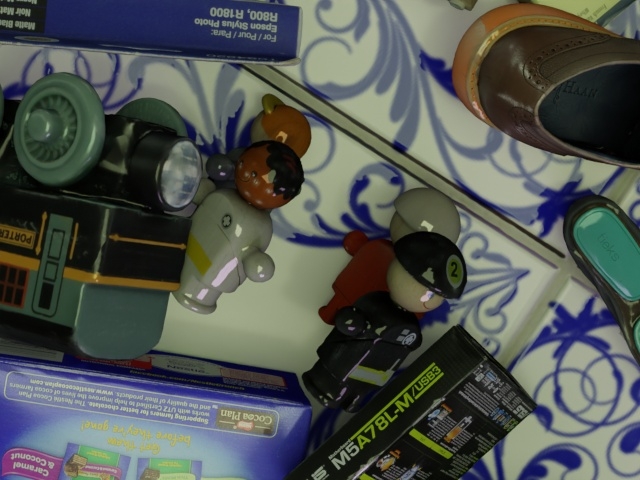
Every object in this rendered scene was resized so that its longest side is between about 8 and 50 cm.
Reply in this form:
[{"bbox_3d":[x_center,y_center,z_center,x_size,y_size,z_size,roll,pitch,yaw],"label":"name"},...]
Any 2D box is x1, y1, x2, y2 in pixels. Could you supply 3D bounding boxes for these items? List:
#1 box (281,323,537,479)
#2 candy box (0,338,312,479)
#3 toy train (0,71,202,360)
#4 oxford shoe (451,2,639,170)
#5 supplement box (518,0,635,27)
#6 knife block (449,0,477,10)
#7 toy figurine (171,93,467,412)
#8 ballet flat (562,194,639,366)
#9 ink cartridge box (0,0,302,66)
[{"bbox_3d":[0.074,0.160,1.173,0.184,0.190,0.045,-41,64,5],"label":"box"},{"bbox_3d":[-0.168,0.249,1.195,0.268,0.122,0.317,10,97,-8],"label":"candy box"},{"bbox_3d":[-0.236,-0.029,1.078,0.334,0.142,0.190,11,90,30],"label":"toy train"},{"bbox_3d":[0.285,-0.091,1.142,0.363,0.133,0.130,3,114,-21],"label":"oxford shoe"},{"bbox_3d":[0.200,-0.207,1.182,0.083,0.056,0.083,-40,100,3],"label":"supplement box"},{"bbox_3d":[0.109,-0.313,1.122,0.275,0.088,0.242,27,85,10],"label":"knife block"},{"bbox_3d":[0.000,0.000,1.123,0.209,0.213,0.148,36,107,-5],"label":"toy figurine"},{"bbox_3d":[0.264,0.045,1.222,0.074,0.074,0.203,-35,101,2],"label":"ballet flat"},{"bbox_3d":[-0.126,-0.160,1.079,0.223,0.224,0.045,4,99,-6],"label":"ink cartridge box"}]
